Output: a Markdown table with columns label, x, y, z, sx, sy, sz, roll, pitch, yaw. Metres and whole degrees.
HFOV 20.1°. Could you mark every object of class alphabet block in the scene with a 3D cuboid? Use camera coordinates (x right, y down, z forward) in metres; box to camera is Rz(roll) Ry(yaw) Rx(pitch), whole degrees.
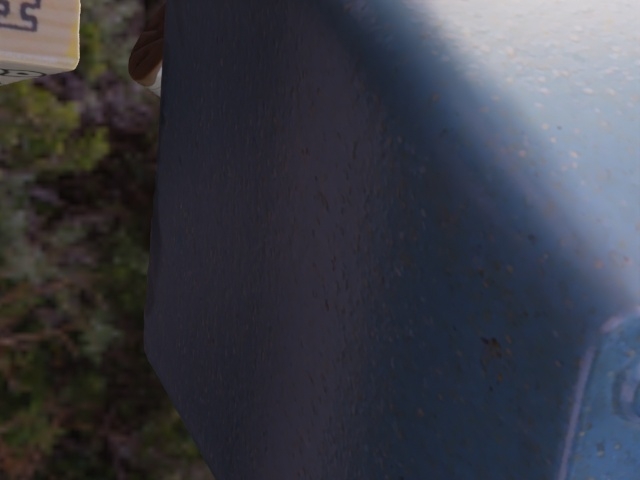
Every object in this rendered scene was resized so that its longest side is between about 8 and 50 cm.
| label | x | y | z | sx | sy | sz | roll | pitch | yaw |
| --- | --- | --- | --- | --- | --- | --- | --- | --- | --- |
| alphabet block | -0.387 | -0.274 | 1.929 | 0.197 | 0.192 | 0.193 | 4 | 86 | -42 |

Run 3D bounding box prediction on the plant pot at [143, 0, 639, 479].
| label | x | y | z | sx | sy | sz | roll | pitch | yaw |
| --- | --- | --- | --- | --- | --- | --- | --- | --- | --- |
| plant pot | 0.094 | 0.006 | 0.573 | 0.252 | 0.247 | 0.247 | -117 | -152 | -53 |

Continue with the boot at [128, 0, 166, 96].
| label | x | y | z | sx | sy | sz | roll | pitch | yaw |
| --- | --- | --- | --- | --- | --- | --- | --- | --- | --- |
| boot | -0.025 | -0.167 | 1.390 | 0.165 | 0.213 | 0.077 | 37 | 5 | -33 |
